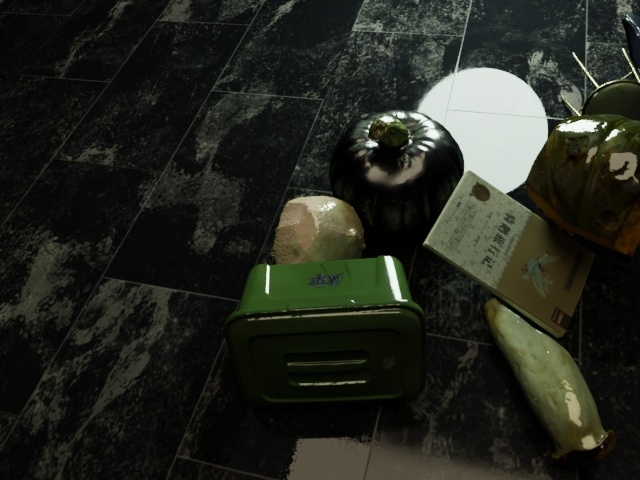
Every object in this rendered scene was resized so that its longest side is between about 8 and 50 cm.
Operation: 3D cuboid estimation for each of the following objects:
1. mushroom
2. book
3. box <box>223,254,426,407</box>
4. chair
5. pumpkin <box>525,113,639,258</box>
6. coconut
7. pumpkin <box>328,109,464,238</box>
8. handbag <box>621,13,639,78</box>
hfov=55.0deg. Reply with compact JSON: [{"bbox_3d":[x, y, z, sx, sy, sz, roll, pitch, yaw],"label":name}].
[{"bbox_3d":[0.386,0.227,1.063,0.107,0.087,0.333,-32,46,17],"label":"mushroom"},{"bbox_3d":[0.373,0.019,1.199,0.310,0.021,0.216,34,60,1],"label":"book"},{"bbox_3d":[0.017,0.160,1.088,0.329,0.252,0.177,-2,38,6],"label":"box"},{"bbox_3d":[0.673,-0.292,1.408,0.160,0.170,0.325,-2,45,4],"label":"chair"},{"bbox_3d":[0.557,-0.118,1.197,0.226,0.303,0.256,29,94,29],"label":"pumpkin"},{"bbox_3d":[0.001,-0.003,1.245,0.195,0.194,0.194,-4,51,5],"label":"coconut"},{"bbox_3d":[0.161,-0.170,1.305,0.296,0.295,0.295,-4,51,5],"label":"pumpkin"},{"bbox_3d":[0.794,-0.348,1.385,0.119,0.269,0.325,-16,51,21],"label":"handbag"}]
